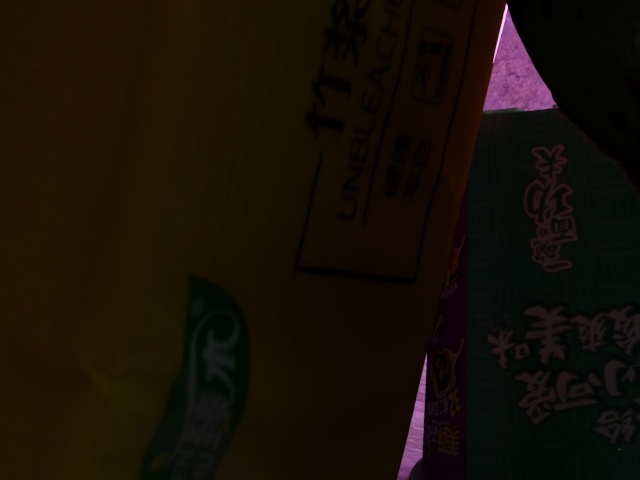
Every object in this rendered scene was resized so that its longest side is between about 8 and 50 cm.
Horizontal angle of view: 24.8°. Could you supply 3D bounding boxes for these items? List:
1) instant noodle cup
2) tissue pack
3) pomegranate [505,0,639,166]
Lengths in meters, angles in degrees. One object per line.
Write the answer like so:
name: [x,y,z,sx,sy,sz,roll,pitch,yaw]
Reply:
instant noodle cup: [0.162,0.023,0.732,0.251,0.190,0.251,-4,3,0]
tissue pack: [-0.095,-0.099,0.519,0.293,0.381,0.228,15,4,32]
pomegranate: [0.169,-0.089,0.442,0.263,0.211,0.211,48,-18,-30]
